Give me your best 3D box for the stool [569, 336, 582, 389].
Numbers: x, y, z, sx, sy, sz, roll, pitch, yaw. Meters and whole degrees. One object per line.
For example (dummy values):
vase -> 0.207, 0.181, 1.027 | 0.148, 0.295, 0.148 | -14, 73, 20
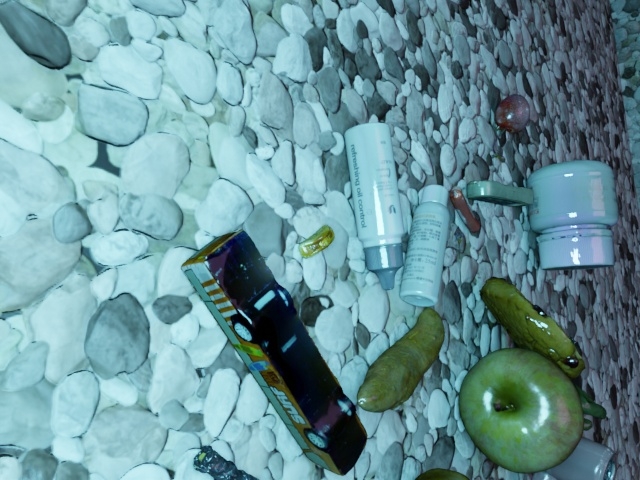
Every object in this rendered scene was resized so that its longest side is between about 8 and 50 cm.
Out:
stool -> 0.678, 0.376, 1.445 | 0.125, 0.121, 0.217 | 28, 65, -38

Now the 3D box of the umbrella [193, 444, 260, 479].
umbrella -> -0.115, 0.331, 0.697 | 0.144, 0.037, 0.040 | 47, 39, -26

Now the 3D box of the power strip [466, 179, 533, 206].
power strip -> 0.482, -0.126, 1.365 | 0.286, 0.080, 0.048 | 4, 81, -45

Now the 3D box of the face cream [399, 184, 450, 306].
face cream -> 0.228, 0.003, 1.079 | 0.082, 0.082, 0.268 | 34, 61, -37

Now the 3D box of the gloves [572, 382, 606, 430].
gloves -> 0.609, 0.408, 1.300 | 0.269, 0.107, 0.135 | 16, 54, -8

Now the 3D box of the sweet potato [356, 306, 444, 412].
sweet potato -> 0.143, 0.239, 0.938 | 0.342, 0.092, 0.113 | -29, 134, -53

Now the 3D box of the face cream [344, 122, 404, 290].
face cream -> 0.108, -0.060, 0.961 | 0.092, 0.092, 0.310 | -6, 88, -46

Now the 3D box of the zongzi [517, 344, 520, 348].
zongzi -> 0.549, 0.290, 1.384 | 0.178, 0.081, 0.188 | 23, 79, -18

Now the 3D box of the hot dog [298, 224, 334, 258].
hot dog -> 0.000, 0.000, 0.878 | 0.090, 0.034, 0.030 | -38, 109, -42

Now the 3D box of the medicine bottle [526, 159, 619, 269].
medicine bottle -> 0.754, -0.066, 1.516 | 0.241, 0.241, 0.301 | 8, 77, -45

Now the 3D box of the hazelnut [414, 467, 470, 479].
hazelnut -> 0.210, 0.536, 0.915 | 0.181, 0.181, 0.212 | 48, 44, 9

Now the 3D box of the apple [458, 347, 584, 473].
apple -> 0.440, 0.369, 1.107 | 0.234, 0.257, 0.256 | 28, 63, -44

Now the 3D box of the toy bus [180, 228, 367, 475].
toy bus -> -0.054, 0.174, 0.749 | 0.093, 0.092, 0.408 | -44, 114, -39

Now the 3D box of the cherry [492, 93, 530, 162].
cherry -> 0.548, -0.324, 1.473 | 0.107, 0.090, 0.225 | 25, 79, -44

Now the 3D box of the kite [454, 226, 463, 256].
kite -> 0.339, 0.001, 1.250 | 0.044, 0.002, 0.078 | 40, 56, -34

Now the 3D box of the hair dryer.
hair dryer -> 0.561, 0.638, 1.239 | 0.125, 0.211, 0.352 | 35, 74, -43

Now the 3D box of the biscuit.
biscuit -> 0.488, 0.210, 1.201 | 0.075, 0.296, 0.296 | -40, 118, 1

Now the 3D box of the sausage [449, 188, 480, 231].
sausage -> 0.344, -0.067, 1.204 | 0.253, 0.034, 0.034 | 35, 58, -58
